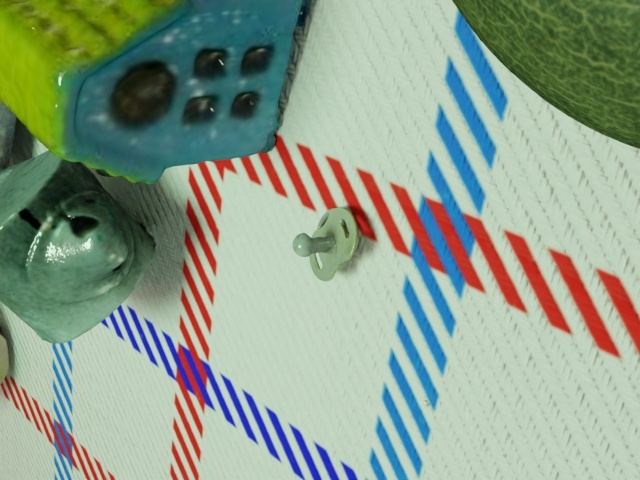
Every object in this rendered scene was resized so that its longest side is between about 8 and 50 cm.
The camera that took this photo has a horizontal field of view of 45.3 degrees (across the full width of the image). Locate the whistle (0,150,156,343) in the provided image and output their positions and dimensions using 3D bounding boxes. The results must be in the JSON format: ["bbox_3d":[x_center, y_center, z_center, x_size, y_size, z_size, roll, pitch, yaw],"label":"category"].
[{"bbox_3d":[-0.347,-0.025,1.001,0.168,0.188,0.405,51,180,-29],"label":"whistle"}]

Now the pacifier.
[{"bbox_3d":[0.000,0.000,0.758,0.083,0.064,0.068,-49,51,41],"label":"pacifier"}]

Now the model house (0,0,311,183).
[{"bbox_3d":[-0.198,-0.194,0.735,0.237,0.303,0.215,41,134,27],"label":"model house"}]

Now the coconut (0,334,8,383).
[{"bbox_3d":[-0.695,0.200,1.383,0.245,0.233,0.233,19,116,47],"label":"coconut"}]

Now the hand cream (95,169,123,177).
[{"bbox_3d":[-0.298,-0.232,0.986,0.109,0.067,0.320,-29,77,46],"label":"hand cream"}]

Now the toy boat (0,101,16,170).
[{"bbox_3d":[-0.503,-0.151,1.186,0.155,0.085,0.227,-117,40,-47],"label":"toy boat"}]

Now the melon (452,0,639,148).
[{"bbox_3d":[0.185,-0.174,0.400,0.301,0.237,0.237,52,132,18],"label":"melon"}]
